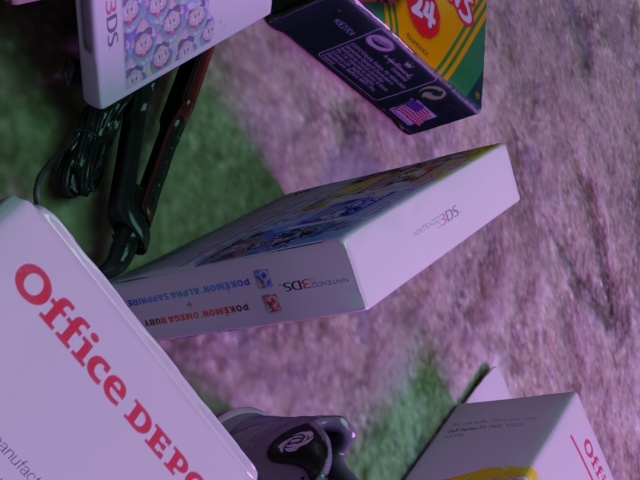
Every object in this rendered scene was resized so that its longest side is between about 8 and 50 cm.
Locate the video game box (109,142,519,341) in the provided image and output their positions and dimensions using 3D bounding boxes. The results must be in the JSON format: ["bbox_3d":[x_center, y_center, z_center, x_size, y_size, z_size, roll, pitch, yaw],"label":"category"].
[{"bbox_3d":[0.000,0.000,0.638,0.205,0.187,0.048,-30,102,-51],"label":"video game box"}]

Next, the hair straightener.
[{"bbox_3d":[-0.128,-0.073,0.629,0.089,0.047,0.230,27,63,-24],"label":"hair straightener"}]

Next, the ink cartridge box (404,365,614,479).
[{"bbox_3d":[0.156,0.262,0.807,0.353,0.119,0.207,-42,112,-49],"label":"ink cartridge box"}]

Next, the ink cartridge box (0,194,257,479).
[{"bbox_3d":[-0.174,0.150,0.423,0.207,0.117,0.283,56,42,-22],"label":"ink cartridge box"}]

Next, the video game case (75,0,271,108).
[{"bbox_3d":[-0.079,-0.168,0.588,0.157,0.019,0.143,-40,150,-38],"label":"video game case"}]

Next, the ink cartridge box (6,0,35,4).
[{"bbox_3d":[-0.102,-0.252,0.582,0.235,0.088,0.193,-32,149,-51],"label":"ink cartridge box"}]

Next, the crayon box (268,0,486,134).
[{"bbox_3d":[0.065,-0.281,0.898,0.202,0.081,0.318,31,55,-42],"label":"crayon box"}]

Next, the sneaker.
[{"bbox_3d":[-0.045,0.176,0.569,0.086,0.132,0.228,56,41,-25],"label":"sneaker"}]
